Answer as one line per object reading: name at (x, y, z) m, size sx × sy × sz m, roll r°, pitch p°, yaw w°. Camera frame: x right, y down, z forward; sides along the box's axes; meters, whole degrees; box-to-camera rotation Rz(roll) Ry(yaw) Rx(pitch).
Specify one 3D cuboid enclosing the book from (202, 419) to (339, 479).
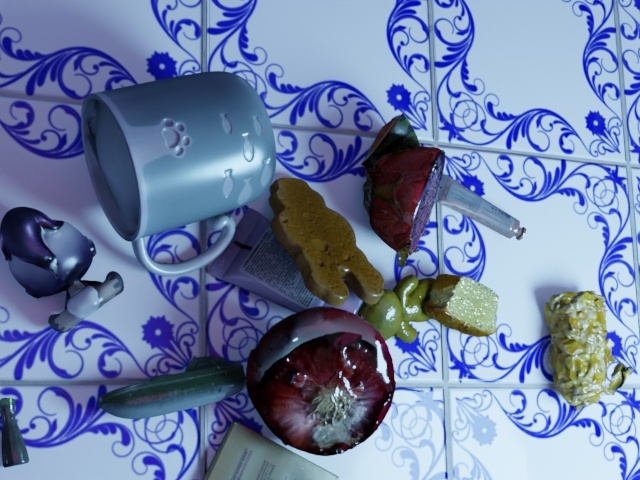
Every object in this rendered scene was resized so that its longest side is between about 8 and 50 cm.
book at (-0.094, 0.446, 1.793) m, size 0.231 × 0.026 × 0.161 m, roll 32°, pitch 68°, yaw -15°

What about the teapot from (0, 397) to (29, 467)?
teapot at (-0.505, 0.312, 1.635) m, size 0.043 × 0.043 × 0.110 m, roll -7°, pitch 79°, yaw -25°

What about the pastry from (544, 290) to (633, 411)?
pastry at (0.548, 0.227, 2.074) m, size 0.154 × 0.102 × 0.250 m, roll -3°, pitch 79°, yaw -21°

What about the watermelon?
watermelon at (0.147, -0.205, 2.002) m, size 0.125 × 0.135 × 0.094 m, roll -1°, pitch 43°, yaw -21°

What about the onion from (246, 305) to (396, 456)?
onion at (-0.004, 0.239, 1.799) m, size 0.272 × 0.195 × 0.272 m, roll -1°, pitch 102°, yaw -7°

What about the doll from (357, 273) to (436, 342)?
doll at (0.148, 0.131, 1.943) m, size 0.209 × 0.097 × 0.137 m, roll -12°, pitch 114°, yaw -41°

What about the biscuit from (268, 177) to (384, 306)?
biscuit at (-0.002, 0.002, 1.851) m, size 0.186 × 0.044 × 0.295 m, roll 3°, pitch 47°, yaw -42°

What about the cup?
cup at (-0.232, -0.111, 1.749) m, size 0.275 × 0.259 × 0.356 m, roll -18°, pitch 118°, yaw -26°

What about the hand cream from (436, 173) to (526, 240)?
hand cream at (0.332, -0.061, 2.079) m, size 0.210 × 0.043 × 0.067 m, roll 29°, pitch 67°, yaw -10°

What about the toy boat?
toy boat at (-0.259, 0.254, 1.737) m, size 0.261 × 0.078 × 0.085 m, roll -10°, pitch 59°, yaw -26°

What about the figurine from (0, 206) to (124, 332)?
figurine at (-0.449, 0.041, 1.666) m, size 0.145 × 0.145 × 0.222 m, roll -42°, pitch 99°, yaw -25°

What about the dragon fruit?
dragon fruit at (0.143, -0.088, 1.938) m, size 0.148 × 0.218 × 0.223 m, roll 19°, pitch 111°, yaw 11°

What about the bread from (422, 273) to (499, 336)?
bread at (0.283, 0.128, 1.974) m, size 0.187 × 0.065 × 0.103 m, roll 29°, pitch 68°, yaw -36°

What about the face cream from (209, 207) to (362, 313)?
face cream at (-0.055, 0.068, 1.863) m, size 0.274 × 0.096 × 0.154 m, roll 32°, pitch 71°, yaw -1°
